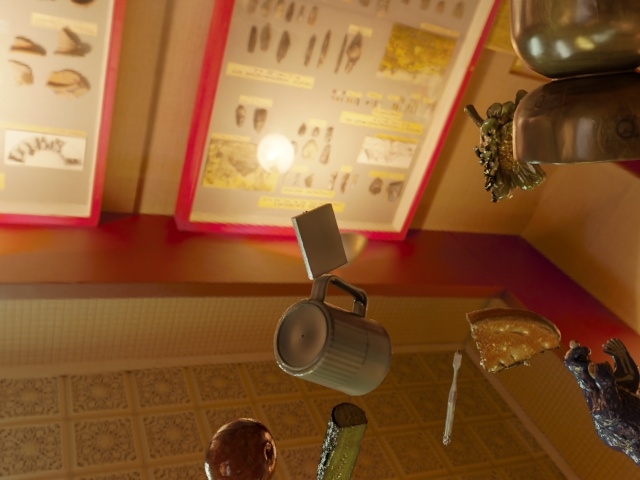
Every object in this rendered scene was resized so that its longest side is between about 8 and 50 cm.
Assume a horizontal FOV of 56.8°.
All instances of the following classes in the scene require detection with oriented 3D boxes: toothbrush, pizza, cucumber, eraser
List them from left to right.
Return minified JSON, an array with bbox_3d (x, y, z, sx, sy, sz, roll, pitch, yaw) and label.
[{"bbox_3d":[0.000,0.000,1.344,0.104,0.150,0.023,-24,-163,-29],"label":"eraser"},{"bbox_3d":[0.033,0.424,1.196,0.078,0.211,0.062,0,-148,-22],"label":"cucumber"},{"bbox_3d":[0.414,0.496,1.856,0.024,0.353,0.029,8,-156,16],"label":"toothbrush"},{"bbox_3d":[0.495,0.267,1.591,0.290,0.228,0.081,9,-147,-15],"label":"pizza"}]

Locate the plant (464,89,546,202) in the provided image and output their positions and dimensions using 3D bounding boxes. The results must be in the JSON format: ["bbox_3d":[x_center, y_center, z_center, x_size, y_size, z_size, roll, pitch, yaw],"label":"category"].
[{"bbox_3d":[0.466,-0.260,1.543,0.297,0.305,0.261,36,-141,17],"label":"plant"}]

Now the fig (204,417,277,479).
[{"bbox_3d":[-0.207,0.552,1.489,0.205,0.205,0.205,14,-152,-8],"label":"fig"}]

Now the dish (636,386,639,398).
[{"bbox_3d":[0.706,0.311,1.221,0.141,0.077,0.141,-15,-173,2],"label":"dish"}]

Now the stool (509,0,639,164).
[{"bbox_3d":[0.308,-0.228,0.673,0.179,0.263,0.179,-6,-168,1],"label":"stool"}]

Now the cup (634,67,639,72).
[{"bbox_3d":[0.641,-0.325,0.910,0.401,0.310,0.392,-4,-133,-30],"label":"cup"}]

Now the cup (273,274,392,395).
[{"bbox_3d":[0.055,0.309,1.877,0.311,0.331,0.257,28,-174,-45],"label":"cup"}]

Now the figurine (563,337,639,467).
[{"bbox_3d":[0.550,0.308,1.110,0.164,0.120,0.262,-3,-125,-38],"label":"figurine"}]
